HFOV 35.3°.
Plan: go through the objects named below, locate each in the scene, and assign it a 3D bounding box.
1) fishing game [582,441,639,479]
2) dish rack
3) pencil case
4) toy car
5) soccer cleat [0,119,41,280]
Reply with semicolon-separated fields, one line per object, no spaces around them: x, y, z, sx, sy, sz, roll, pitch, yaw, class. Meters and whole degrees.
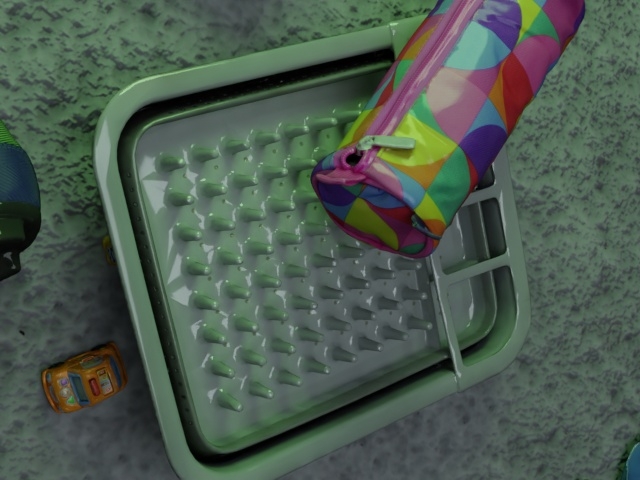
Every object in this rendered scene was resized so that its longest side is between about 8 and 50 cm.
0.361;0.258;0.980;0.264;0.041;0.189;-5;99;-28;fishing game
0.000;0.000;0.730;0.333;0.072;0.285;-19;104;-32;dish rack
0.089;-0.097;0.683;0.104;0.104;0.236;45;66;-24;pencil case
-0.157;0.058;0.681;0.060;0.040;0.122;-3;96;-28;toy car
-0.309;-0.017;0.575;0.289;0.093;0.121;-10;65;-29;soccer cleat
